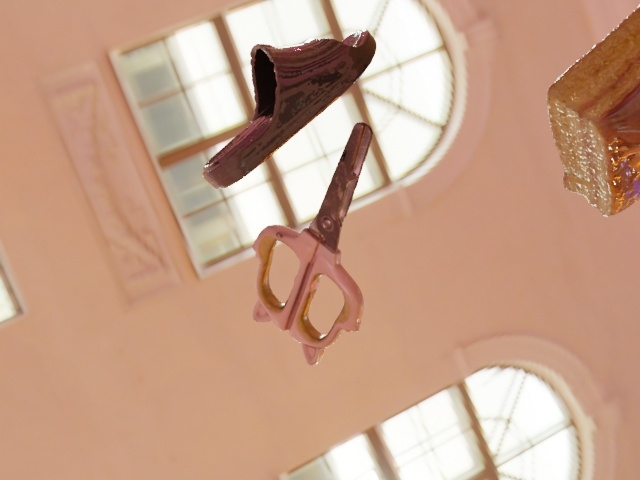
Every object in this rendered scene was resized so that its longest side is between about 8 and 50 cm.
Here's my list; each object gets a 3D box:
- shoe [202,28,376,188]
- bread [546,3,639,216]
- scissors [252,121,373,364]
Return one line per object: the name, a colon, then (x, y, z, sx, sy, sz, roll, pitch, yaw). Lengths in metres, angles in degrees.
shoe: (-0.046, -0.160, 1.282, 0.093, 0.241, 0.108, 49, -15, -14)
bread: (0.351, -0.153, 1.270, 0.110, 0.234, 0.184, 39, -15, 32)
scissors: (0.000, 0.000, 1.305, 0.160, 0.024, 0.318, 38, -47, 21)
